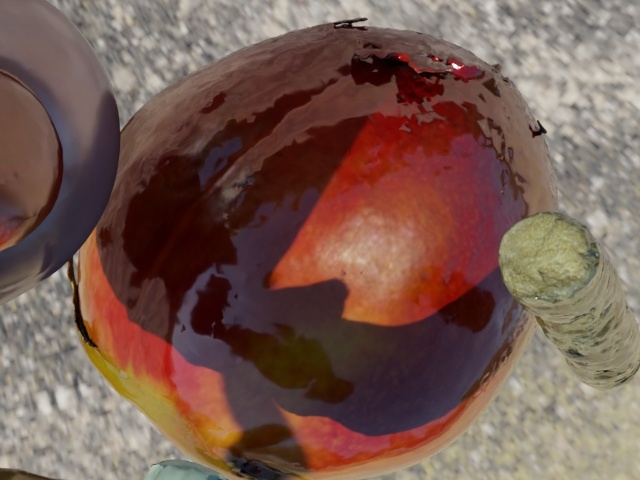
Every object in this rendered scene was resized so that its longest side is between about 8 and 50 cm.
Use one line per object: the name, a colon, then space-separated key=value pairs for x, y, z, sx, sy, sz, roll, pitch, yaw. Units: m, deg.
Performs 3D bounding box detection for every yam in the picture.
yam: x=0.163 y=0.047 z=1.018 sx=0.061 sy=0.061 sz=0.274 roll=-38 pitch=155 yaw=3

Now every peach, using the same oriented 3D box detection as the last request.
peach: x=0.000 y=0.000 z=1.237 sx=0.370 sy=0.370 sz=0.370 roll=-8 pitch=119 yaw=-15

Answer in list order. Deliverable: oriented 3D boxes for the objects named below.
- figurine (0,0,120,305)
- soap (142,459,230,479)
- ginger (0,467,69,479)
figurine: x=-0.227 y=-0.071 z=1.019 sx=0.211 sy=0.270 sz=0.261 roll=-26 pitch=159 yaw=-32
soap: x=-0.035 y=0.164 z=0.422 sx=0.198 sy=0.114 sz=0.063 roll=-60 pitch=159 yaw=-27
ginger: x=-0.125 y=0.177 z=0.967 sx=0.299 sy=0.065 sz=0.118 roll=11 pitch=155 yaw=-7
